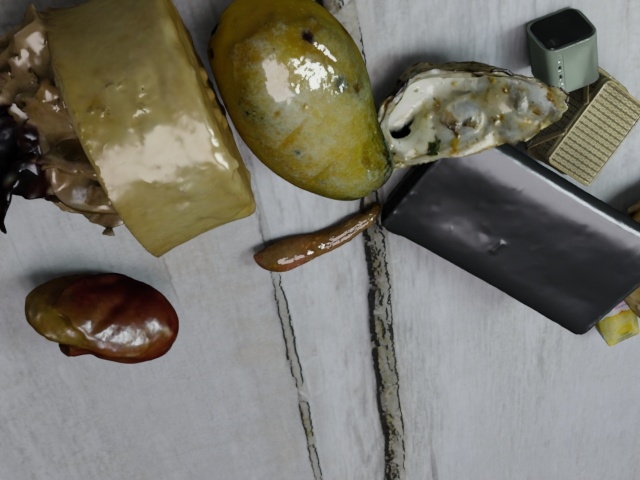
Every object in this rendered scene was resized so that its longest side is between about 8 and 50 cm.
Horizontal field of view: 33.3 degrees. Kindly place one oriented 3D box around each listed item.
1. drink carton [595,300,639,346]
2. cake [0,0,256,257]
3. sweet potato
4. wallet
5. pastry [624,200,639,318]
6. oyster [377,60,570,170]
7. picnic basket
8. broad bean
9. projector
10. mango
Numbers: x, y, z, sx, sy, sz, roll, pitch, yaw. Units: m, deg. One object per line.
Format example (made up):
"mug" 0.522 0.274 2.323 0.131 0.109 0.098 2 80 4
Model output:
"drink carton" 0.524 0.101 1.928 0.084 0.074 0.200 -22 133 0
"cake" -0.273 -0.119 1.271 0.321 0.332 0.332 -22 134 2
"sweet potato" 0.000 0.000 1.668 0.214 0.050 0.050 -22 134 -6
"wallet" 0.317 -0.014 1.666 0.406 0.062 0.228 28 122 -16
"pastry" 0.637 0.016 1.815 0.316 0.184 0.284 9 119 -17
"oyster" 0.199 -0.177 1.509 0.295 0.094 0.166 0 117 8
"picnic basket" 0.393 -0.175 1.606 0.115 0.079 0.164 26 106 -36
"broad bean" -0.323 0.119 1.579 0.229 0.156 0.122 5 125 -32
"projector" 0.345 -0.268 1.521 0.083 0.083 0.082 -20 135 -2
"mango" -0.024 -0.180 1.406 0.177 0.175 0.329 -1 139 25
